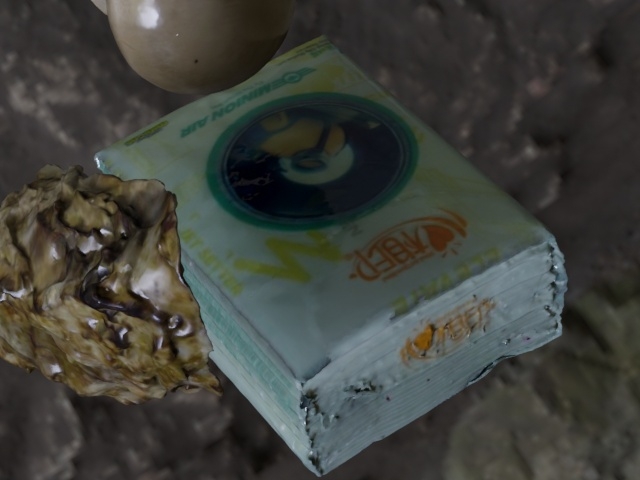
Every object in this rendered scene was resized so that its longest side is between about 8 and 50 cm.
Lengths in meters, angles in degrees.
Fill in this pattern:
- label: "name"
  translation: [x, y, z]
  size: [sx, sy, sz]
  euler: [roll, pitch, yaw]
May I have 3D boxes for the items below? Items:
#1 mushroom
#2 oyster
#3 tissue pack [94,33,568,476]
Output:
- label: "mushroom"
  translation: [-0.127, -0.231, 1.646]
  size: [0.204, 0.204, 0.204]
  euler: [-28, 157, -13]
- label: "oyster"
  translation: [-0.192, 0.055, 1.372]
  size: [0.111, 0.204, 0.396]
  euler: [-39, -155, -32]
- label: "tissue pack"
  translation: [0.000, 0.000, 1.721]
  size: [0.287, 0.388, 0.162]
  euler: [-30, 136, -18]
